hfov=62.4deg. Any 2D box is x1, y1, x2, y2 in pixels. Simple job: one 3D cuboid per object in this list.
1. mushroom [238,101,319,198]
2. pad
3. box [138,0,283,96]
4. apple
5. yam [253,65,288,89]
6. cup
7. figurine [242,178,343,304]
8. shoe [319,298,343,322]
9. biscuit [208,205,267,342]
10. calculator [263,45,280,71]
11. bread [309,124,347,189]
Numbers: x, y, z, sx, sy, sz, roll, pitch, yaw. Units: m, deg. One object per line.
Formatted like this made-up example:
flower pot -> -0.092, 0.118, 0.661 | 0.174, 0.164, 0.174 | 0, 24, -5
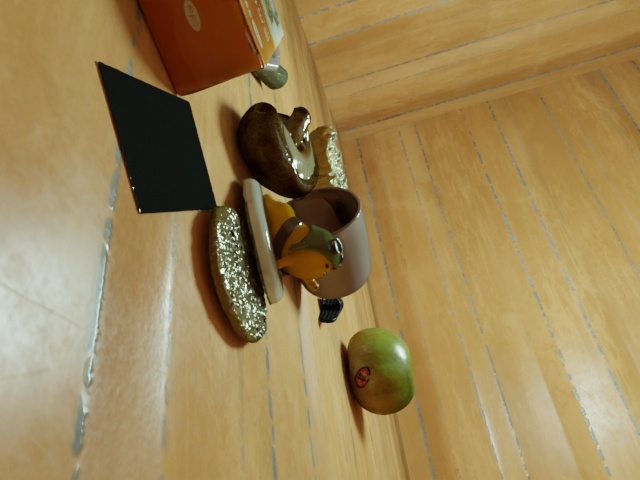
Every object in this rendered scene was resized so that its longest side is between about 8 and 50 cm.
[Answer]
mushroom -> -0.090, -0.179, 1.081 | 0.231, 0.138, 0.194 | 21, 68, -66
pad -> -0.194, -0.116, 0.675 | 0.245, 0.006, 0.170 | -32, 107, -81
box -> -0.170, -0.390, 0.841 | 0.341, 0.143, 0.225 | -86, 159, -61
apple -> 0.183, 0.396, 1.620 | 0.261, 0.194, 0.261 | -8, 90, -84
yam -> -0.142, -0.442, 1.351 | 0.169, 0.068, 0.068 | 14, 61, -71
cup -> 0.000, 0.000, 1.234 | 0.253, 0.191, 0.200 | 37, -28, 46
figurine -> -0.046, -0.018, 0.909 | 0.166, 0.141, 0.250 | 77, -2, -61
shoe -> 0.028, 0.172, 1.428 | 0.159, 0.062, 0.053 | -64, 151, -70
biscuit -> -0.121, 0.048, 0.785 | 0.220, 0.033, 0.220 | -14, 90, -84
calculator -> -0.154, -0.439, 1.202 | 0.175, 0.032, 0.100 | -19, 96, -56
bread -> 0.007, -0.227, 1.678 | 0.274, 0.149, 0.274 | -11, 90, -86
